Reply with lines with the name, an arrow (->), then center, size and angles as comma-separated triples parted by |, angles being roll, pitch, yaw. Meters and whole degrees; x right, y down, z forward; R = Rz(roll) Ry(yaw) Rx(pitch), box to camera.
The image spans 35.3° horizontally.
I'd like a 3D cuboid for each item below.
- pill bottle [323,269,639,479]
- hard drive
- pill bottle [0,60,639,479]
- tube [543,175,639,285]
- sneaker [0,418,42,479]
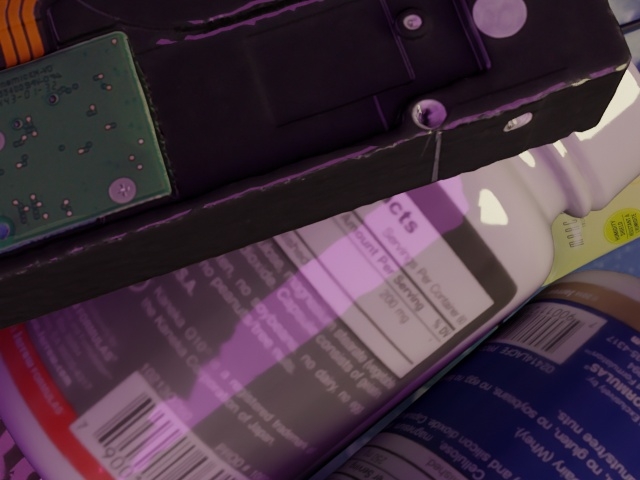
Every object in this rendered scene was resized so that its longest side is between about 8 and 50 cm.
pill bottle -> 0.068, 0.145, 0.427 | 0.265, 0.153, 0.153 | -37, 118, -19
hard drive -> -0.094, -0.098, 0.368 | 0.339, 0.064, 0.236 | -19, 74, -2
pill bottle -> 0.000, 0.000, 0.461 | 0.283, 0.161, 0.161 | -40, 116, 3
tube -> 0.218, -0.057, 0.552 | 0.240, 0.062, 0.070 | -23, 75, 1
sneaker -> -0.190, 0.143, 0.526 | 0.192, 0.064, 0.086 | -44, 110, 3
